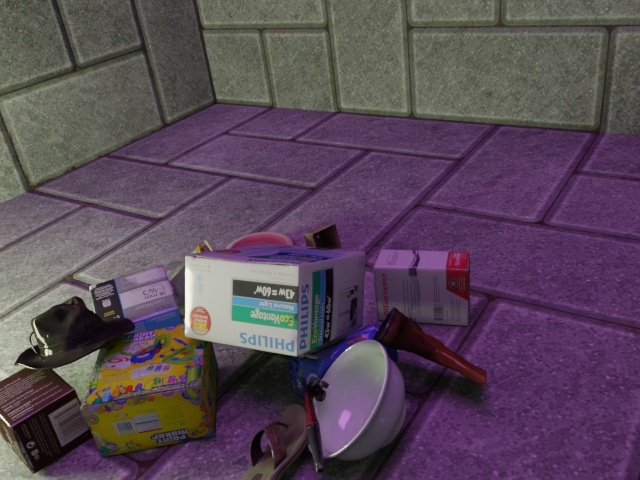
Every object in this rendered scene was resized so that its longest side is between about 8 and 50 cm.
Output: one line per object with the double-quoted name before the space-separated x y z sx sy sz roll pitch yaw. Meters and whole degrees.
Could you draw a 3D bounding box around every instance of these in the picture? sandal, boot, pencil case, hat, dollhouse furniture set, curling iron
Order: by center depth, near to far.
"sandal" -0.117 0.483 1.394 0.120 0.086 0.303 -20 19 38
"curling iron" -0.011 0.418 1.406 0.035 0.068 0.274 33 24 -18
"boot" 0.275 0.284 1.504 0.280 0.264 0.096 33 87 17
"pencil case" 0.058 0.320 1.632 0.306 0.133 0.119 -19 25 -21
"hat" -0.678 0.226 1.647 0.332 0.133 0.331 -14 10 3
"dollhouse furniture set" -0.403 0.125 1.937 0.197 0.151 0.301 -44 51 3

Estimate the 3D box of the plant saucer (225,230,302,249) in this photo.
"plant saucer" -0.219 0.059 2.220 0.332 0.084 0.332 -6 29 3

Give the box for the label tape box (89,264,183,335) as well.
"label tape box" -0.557 0.243 1.881 0.241 0.105 0.333 -18 43 -17

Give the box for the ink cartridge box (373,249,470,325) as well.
"ink cartridge box" 0.306 0.139 1.826 0.273 0.196 0.114 1 29 16

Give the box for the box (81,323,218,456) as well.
"box" -0.431 0.379 1.602 0.290 0.177 0.279 -9 29 -2

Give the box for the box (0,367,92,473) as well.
"box" -0.727 0.447 1.564 0.203 0.168 0.167 18 38 40

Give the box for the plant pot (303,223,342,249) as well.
"plant pot" 0.000 0.000 2.258 0.109 0.109 0.096 -26 21 -28

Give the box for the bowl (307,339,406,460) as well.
"bowl" 0.105 0.392 1.426 0.134 0.298 0.297 33 27 -19

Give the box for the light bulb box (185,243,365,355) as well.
"light bulb box" -0.114 0.140 1.637 0.358 0.225 0.361 4 6 29
